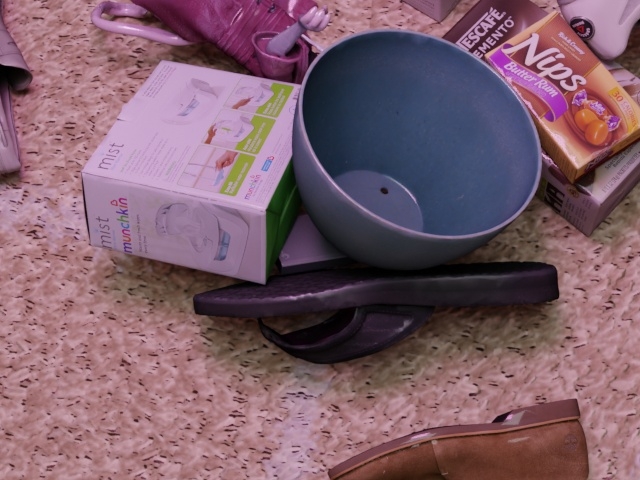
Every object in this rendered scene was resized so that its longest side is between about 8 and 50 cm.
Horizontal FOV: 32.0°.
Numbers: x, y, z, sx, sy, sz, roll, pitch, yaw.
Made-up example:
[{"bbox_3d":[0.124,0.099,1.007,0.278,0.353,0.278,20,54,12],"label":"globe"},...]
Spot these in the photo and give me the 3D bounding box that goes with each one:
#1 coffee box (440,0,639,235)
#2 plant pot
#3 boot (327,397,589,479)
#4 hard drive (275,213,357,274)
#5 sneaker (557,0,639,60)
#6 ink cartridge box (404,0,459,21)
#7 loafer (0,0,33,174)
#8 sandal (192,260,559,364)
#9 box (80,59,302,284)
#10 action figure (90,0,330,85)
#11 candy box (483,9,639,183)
[{"bbox_3d":[0.288,-0.172,1.438,0.297,0.119,0.168,41,79,18],"label":"coffee box"},{"bbox_3d":[0.090,-0.078,1.332,0.290,0.195,0.290,8,57,-13],"label":"plant pot"},{"bbox_3d":[0.163,0.268,1.295,0.305,0.112,0.115,-11,79,-1],"label":"boot"},{"bbox_3d":[0.000,0.000,1.414,0.135,0.022,0.094,-9,40,-17],"label":"hard drive"},{"bbox_3d":[0.429,-0.345,1.420,0.330,0.122,0.146,-39,104,-20],"label":"sneaker"},{"bbox_3d":[0.125,-0.419,1.496,0.160,0.219,0.093,35,76,17],"label":"ink cartridge box"},{"bbox_3d":[-0.454,-0.237,1.552,0.111,0.112,0.320,-2,76,0],"label":"loafer"},{"bbox_3d":[0.065,0.091,1.348,0.445,0.167,0.107,-3,95,4],"label":"sandal"},{"bbox_3d":[-0.138,-0.096,1.393,0.231,0.127,0.262,11,42,10],"label":"box"},{"bbox_3d":[-0.110,-0.280,1.486,0.370,0.248,0.276,39,115,-7],"label":"action figure"},{"bbox_3d":[0.294,-0.175,1.346,0.109,0.053,0.187,-32,71,-5],"label":"candy box"}]
